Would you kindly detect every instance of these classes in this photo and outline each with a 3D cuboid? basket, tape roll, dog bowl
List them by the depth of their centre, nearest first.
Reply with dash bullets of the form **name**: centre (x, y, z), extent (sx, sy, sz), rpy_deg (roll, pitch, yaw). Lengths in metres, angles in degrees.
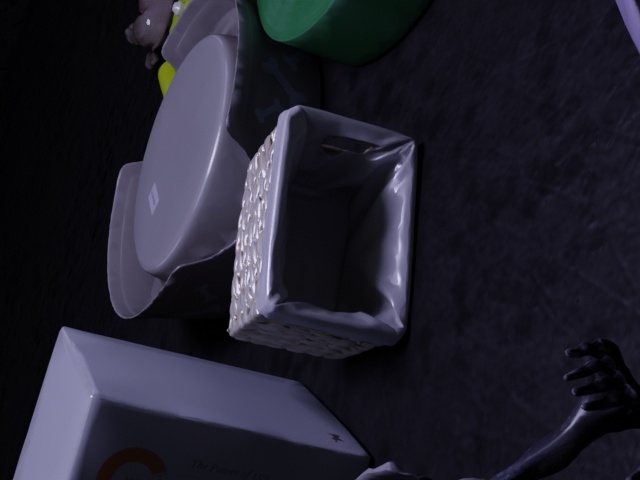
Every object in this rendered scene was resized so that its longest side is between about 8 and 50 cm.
- **basket**: centre (0.000, 0.000, 0.962), extent (0.103, 0.113, 0.167), rpy_deg (141, 139, -60)
- **tape roll**: centre (0.043, -0.317, 1.110), extent (0.321, 0.077, 0.321), rpy_deg (-45, 37, 49)
- **dog bowl**: centre (-0.111, -0.079, 1.278), extent (0.349, 0.102, 0.349), rpy_deg (-48, 34, 48)

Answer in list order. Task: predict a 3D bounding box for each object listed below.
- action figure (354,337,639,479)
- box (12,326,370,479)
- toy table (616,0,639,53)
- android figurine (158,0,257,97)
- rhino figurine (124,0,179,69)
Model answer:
- **action figure**: centre (0.079, 0.177, 0.631), extent (0.276, 0.141, 0.164), rpy_deg (-59, 39, 30)
- **box**: centre (-0.136, 0.270, 0.962), extent (0.168, 0.215, 0.345), rpy_deg (35, 107, 67)
- **toy table**: centre (0.178, -0.158, 0.517), extent (0.161, 0.252, 0.274), rpy_deg (-106, 4, -67)
- **android figurine**: centre (-0.131, -0.277, 1.517), extent (0.248, 0.056, 0.273), rpy_deg (-63, 27, 26)
- **rhino figurine**: centre (-0.201, -0.358, 1.705), extent (0.106, 0.073, 0.243), rpy_deg (172, 113, -70)
